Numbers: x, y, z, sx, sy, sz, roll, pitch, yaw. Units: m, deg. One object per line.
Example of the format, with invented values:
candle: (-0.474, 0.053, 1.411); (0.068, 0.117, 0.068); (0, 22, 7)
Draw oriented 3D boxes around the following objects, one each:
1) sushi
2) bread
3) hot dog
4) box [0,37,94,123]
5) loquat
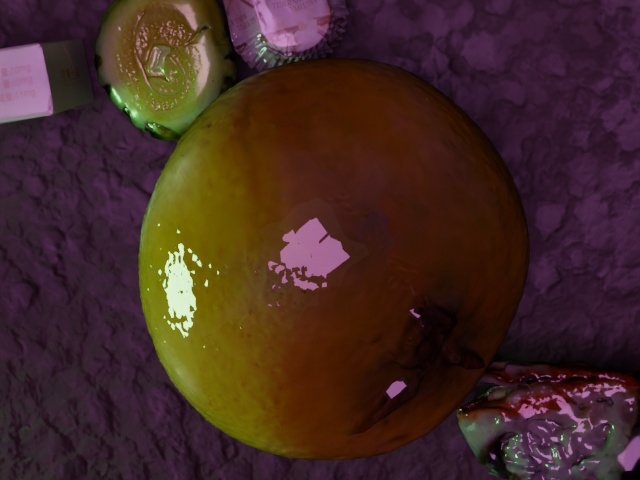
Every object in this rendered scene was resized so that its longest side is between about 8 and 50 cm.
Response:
sushi: (0.279, 0.178, 1.234); (0.332, 0.124, 0.130); (6, 90, 4)
bread: (-0.133, -0.162, 1.226); (0.130, 0.071, 0.139); (-33, 92, 15)
hot dog: (-0.044, -0.240, 1.210); (0.108, 0.059, 0.191); (-19, 91, -10)
box: (-0.329, -0.125, 1.210); (0.233, 0.149, 0.067); (-9, 96, 5)
loquat: (0.000, 0.000, 1.145); (0.328, 0.359, 0.328); (-19, 128, -26)
